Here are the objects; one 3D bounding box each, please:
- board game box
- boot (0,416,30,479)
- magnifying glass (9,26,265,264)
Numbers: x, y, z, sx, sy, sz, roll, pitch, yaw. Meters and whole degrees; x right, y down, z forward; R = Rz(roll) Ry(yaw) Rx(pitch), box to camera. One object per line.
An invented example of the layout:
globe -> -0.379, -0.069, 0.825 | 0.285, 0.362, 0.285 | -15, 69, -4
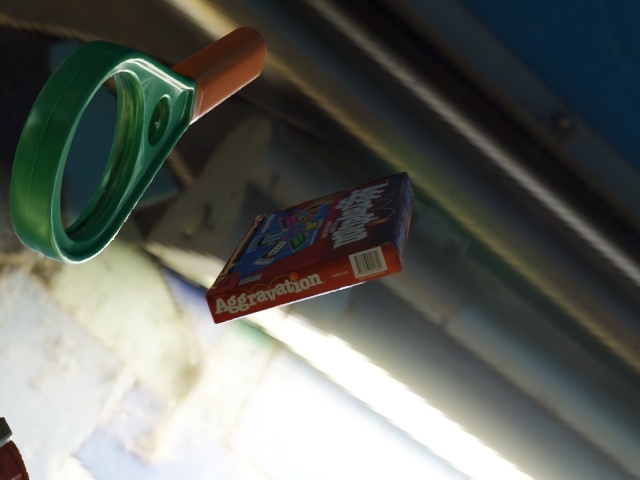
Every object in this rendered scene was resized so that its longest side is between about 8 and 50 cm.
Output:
board game box -> 0.000, 0.000, 1.230 | 0.145, 0.027, 0.281 | -15, 11, 8
boot -> -0.277, 0.204, 1.119 | 0.059, 0.158, 0.084 | -13, -75, 54
magnifying glass -> -0.076, -0.059, 0.693 | 0.026, 0.231, 0.092 | 18, -65, 15
